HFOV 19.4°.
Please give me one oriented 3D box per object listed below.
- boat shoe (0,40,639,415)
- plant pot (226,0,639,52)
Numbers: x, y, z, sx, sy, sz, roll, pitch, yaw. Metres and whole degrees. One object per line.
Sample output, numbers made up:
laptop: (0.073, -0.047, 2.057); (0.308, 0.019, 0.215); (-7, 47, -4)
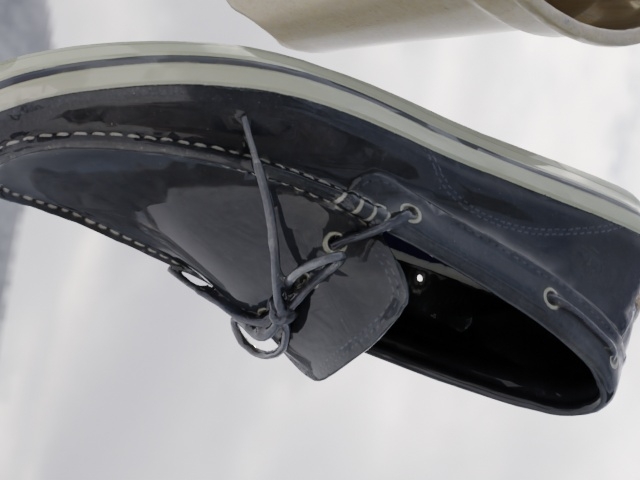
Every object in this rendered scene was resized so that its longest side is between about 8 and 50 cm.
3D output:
boat shoe: (0.000, 0.000, 1.203); (0.187, 0.500, 0.156); (-35, -136, 55)
plant pot: (0.079, -0.278, 1.398); (0.305, 0.334, 0.334); (-11, -112, 46)
